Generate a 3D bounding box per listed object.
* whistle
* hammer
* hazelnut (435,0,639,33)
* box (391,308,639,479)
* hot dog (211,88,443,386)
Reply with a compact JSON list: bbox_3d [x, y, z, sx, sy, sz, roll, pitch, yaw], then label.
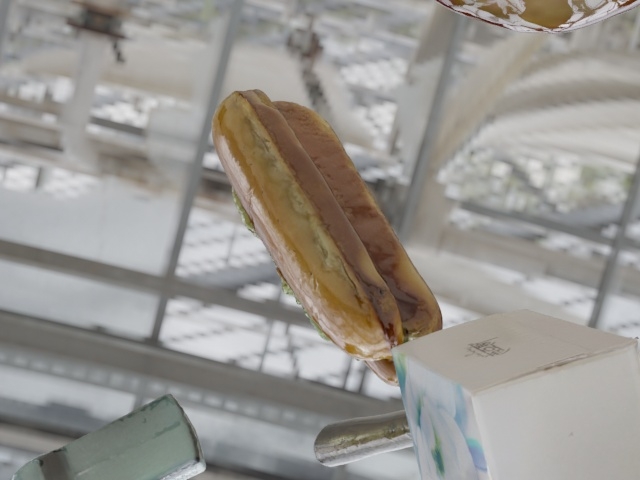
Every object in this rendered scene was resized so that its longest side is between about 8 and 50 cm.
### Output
[{"bbox_3d":[-0.259,0.297,2.064,0.289,0.163,0.163,-26,-163,-1],"label":"whistle"},{"bbox_3d":[0.088,0.181,1.772,0.044,0.168,0.440,48,156,-7],"label":"hammer"},{"bbox_3d":[0.131,-0.311,1.041,0.366,0.366,0.366,14,-167,-3],"label":"hazelnut"},{"bbox_3d":[0.148,0.196,1.180,0.116,0.274,0.203,-15,-173,-11],"label":"box"},{"bbox_3d":[0.000,0.000,1.620,0.135,0.100,0.337,17,-146,-48],"label":"hot dog"}]
